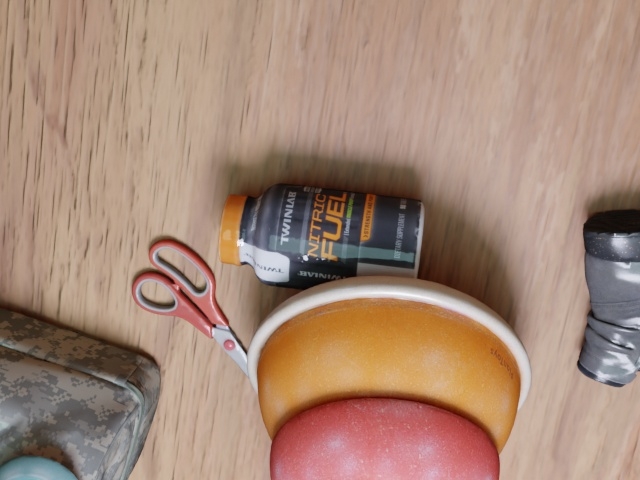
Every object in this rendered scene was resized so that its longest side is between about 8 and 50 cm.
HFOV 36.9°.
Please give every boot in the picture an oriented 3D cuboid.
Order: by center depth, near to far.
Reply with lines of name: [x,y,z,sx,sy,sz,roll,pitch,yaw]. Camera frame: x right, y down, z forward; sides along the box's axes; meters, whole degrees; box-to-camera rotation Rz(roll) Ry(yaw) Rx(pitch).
boot: [0.489,0.074,1.176,0.338,0.118,0.223,0,110,18]

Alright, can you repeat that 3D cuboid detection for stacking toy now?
stacking toy: [0.062,0.308,1.053,0.350,0.480,0.350,4,137,4]

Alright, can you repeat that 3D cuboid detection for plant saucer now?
plant saucer: [-0.330,0.306,1.103,0.119,0.021,0.119,1,106,5]

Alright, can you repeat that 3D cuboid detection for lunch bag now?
lunch bag: [-0.390,0.246,1.235,0.305,0.256,0.212,20,108,0]

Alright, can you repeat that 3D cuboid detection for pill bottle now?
pill bottle: [0.000,0.000,1.184,0.245,0.130,0.130,7,107,4]

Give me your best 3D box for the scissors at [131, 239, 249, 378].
scissors: [-0.127,0.121,1.291,0.297,0.021,0.109,41,105,-5]
